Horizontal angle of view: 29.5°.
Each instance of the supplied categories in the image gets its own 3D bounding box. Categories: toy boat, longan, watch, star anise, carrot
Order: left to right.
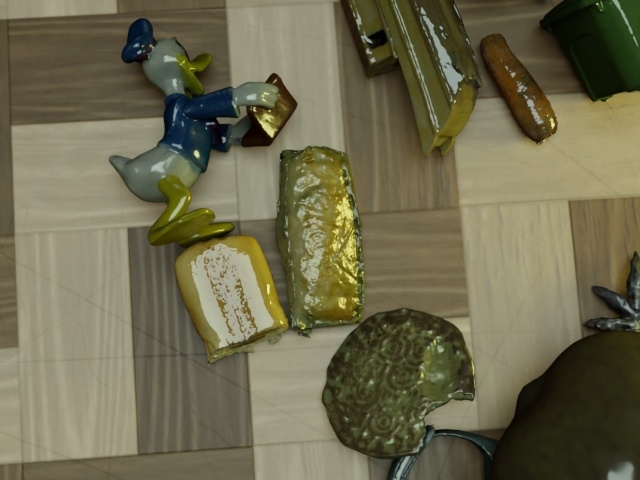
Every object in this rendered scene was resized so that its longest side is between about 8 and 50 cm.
[{"bbox_3d":[0.108,-0.339,1.809,0.162,0.136,0.445,-26,80,28],"label":"toy boat"},{"bbox_3d":[0.180,0.366,1.739,0.193,0.068,0.206,-5,83,-4],"label":"watch"},{"bbox_3d":[0.298,-0.233,1.840,0.060,0.060,0.186,-29,84,-7],"label":"carrot"},{"bbox_3d":[0.400,0.301,1.627,0.361,0.361,0.361,0,81,-2],"label":"longan"},{"bbox_3d":[0.480,0.127,1.790,0.180,0.061,0.205,24,80,1],"label":"star anise"}]

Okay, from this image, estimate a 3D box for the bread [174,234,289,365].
[{"bbox_3d":[-0.130,0.081,1.758,0.134,0.085,0.173,-18,83,-5],"label":"bread"}]

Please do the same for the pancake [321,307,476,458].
[{"bbox_3d":[0.110,0.202,1.745,0.235,0.029,0.212,-39,61,-5],"label":"pancake"}]

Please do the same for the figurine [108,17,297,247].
[{"bbox_3d":[-0.181,-0.185,1.747,0.283,0.204,0.338,-26,80,-7],"label":"figurine"}]

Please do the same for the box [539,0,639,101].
[{"bbox_3d":[0.519,-0.335,1.777,0.328,0.253,0.178,-26,92,-5],"label":"box"}]

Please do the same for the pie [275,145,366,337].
[{"bbox_3d":[0.000,0.000,1.783,0.128,0.068,0.282,-2,84,-18],"label":"pie"}]
